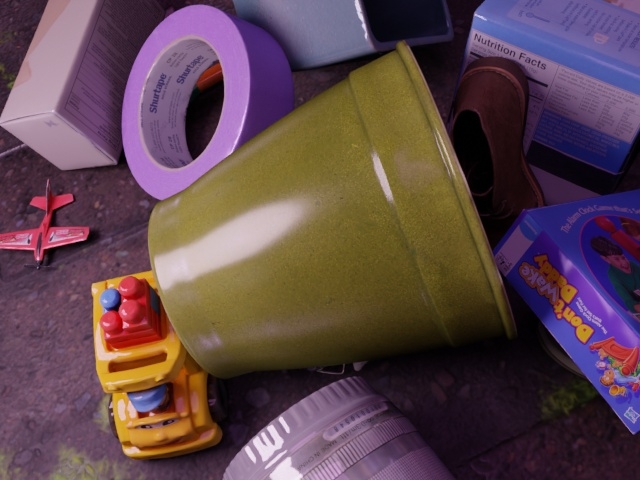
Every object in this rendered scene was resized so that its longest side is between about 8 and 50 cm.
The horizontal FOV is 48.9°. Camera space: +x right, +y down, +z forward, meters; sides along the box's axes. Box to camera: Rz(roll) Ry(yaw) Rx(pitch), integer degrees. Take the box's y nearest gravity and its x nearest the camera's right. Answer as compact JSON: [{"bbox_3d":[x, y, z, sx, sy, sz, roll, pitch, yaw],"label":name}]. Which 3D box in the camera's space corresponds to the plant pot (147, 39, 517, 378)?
[{"bbox_3d":[0.000,0.000,0.850,0.353,0.366,0.366,-20,63,9],"label":"plant pot"}]

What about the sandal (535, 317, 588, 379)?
[{"bbox_3d":[0.416,0.133,0.848,0.303,0.086,0.120,21,68,22],"label":"sandal"}]

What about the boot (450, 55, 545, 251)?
[{"bbox_3d":[0.203,-0.059,0.856,0.112,0.305,0.115,6,46,29],"label":"boot"}]

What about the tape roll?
[{"bbox_3d":[-0.167,-0.186,1.003,0.275,0.090,0.275,-5,82,39],"label":"tape roll"}]

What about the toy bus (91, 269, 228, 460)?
[{"bbox_3d":[-0.209,0.140,0.864,0.149,0.211,0.220,-11,65,0],"label":"toy bus"}]

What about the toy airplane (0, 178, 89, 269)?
[{"bbox_3d":[-0.421,-0.022,1.072,0.151,0.028,0.151,-2,63,5],"label":"toy airplane"}]

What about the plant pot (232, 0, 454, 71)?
[{"bbox_3d":[0.007,-0.370,1.037,0.252,0.247,0.248,-11,100,38],"label":"plant pot"}]

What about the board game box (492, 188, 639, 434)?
[{"bbox_3d":[0.393,0.051,0.795,0.347,0.078,0.233,-10,53,-35],"label":"board game box"}]

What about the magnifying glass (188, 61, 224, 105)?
[{"bbox_3d":[-0.226,-0.242,1.159,0.231,0.026,0.092,-33,64,-7],"label":"magnifying glass"}]

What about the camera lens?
[{"bbox_3d":[0.052,0.312,0.737,0.219,0.219,0.274,-35,65,-10],"label":"camera lens"}]

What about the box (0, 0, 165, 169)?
[{"bbox_3d":[-0.367,-0.280,1.114,0.121,0.148,0.311,-3,61,26],"label":"box"}]

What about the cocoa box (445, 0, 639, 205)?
[{"bbox_3d":[0.350,-0.243,0.921,0.231,0.228,0.347,29,56,19],"label":"cocoa box"}]

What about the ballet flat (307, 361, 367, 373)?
[{"bbox_3d":[0.035,0.154,0.924,0.114,0.041,0.041,-10,63,3],"label":"ballet flat"}]
